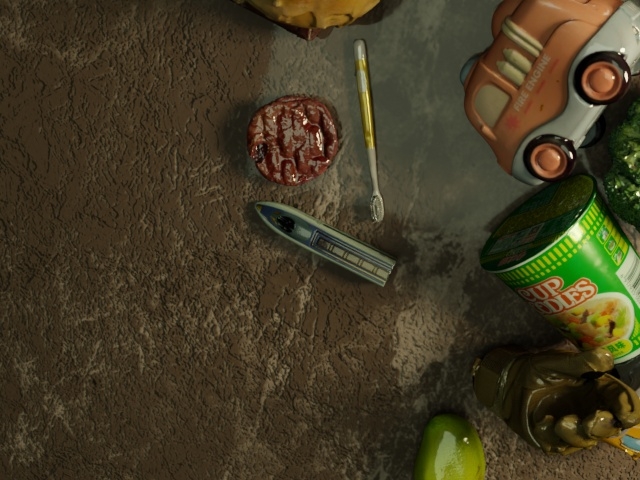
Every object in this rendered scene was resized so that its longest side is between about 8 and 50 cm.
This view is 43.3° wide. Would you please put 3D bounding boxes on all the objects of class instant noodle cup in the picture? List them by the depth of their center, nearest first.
[{"bbox_3d":[0.386,0.052,1.174,0.207,0.207,0.232,-40,101,20],"label":"instant noodle cup"}]

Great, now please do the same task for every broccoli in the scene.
[{"bbox_3d":[0.515,-0.111,1.061,0.270,0.270,0.270,3,73,-9],"label":"broccoli"}]

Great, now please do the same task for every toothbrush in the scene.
[{"bbox_3d":[0.074,-0.168,1.259,0.021,0.024,0.288,-3,105,16],"label":"toothbrush"}]

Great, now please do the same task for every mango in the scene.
[{"bbox_3d":[0.219,0.373,1.347,0.117,0.089,0.163,15,108,8],"label":"mango"}]

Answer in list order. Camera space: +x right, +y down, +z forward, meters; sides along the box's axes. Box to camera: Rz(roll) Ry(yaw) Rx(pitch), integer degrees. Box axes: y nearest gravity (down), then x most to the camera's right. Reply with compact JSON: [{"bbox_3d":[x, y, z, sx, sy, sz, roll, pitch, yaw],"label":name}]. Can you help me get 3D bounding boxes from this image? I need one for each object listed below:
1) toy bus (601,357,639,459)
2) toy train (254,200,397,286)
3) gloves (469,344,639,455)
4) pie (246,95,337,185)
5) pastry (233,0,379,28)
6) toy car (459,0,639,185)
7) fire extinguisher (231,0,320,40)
[{"bbox_3d":[0.497,0.232,1.228,0.136,0.126,0.209,35,110,-8],"label":"toy bus"},{"bbox_3d":[0.000,0.000,1.313,0.252,0.048,0.055,26,107,5],"label":"toy train"},{"bbox_3d":[0.346,0.232,1.163,0.141,0.331,0.154,45,78,-17],"label":"gloves"},{"bbox_3d":[-0.045,-0.159,1.284,0.153,0.038,0.153,3,106,9],"label":"pie"},{"bbox_3d":[0.000,-0.442,1.067,0.284,0.184,0.315,32,82,5],"label":"pastry"},{"bbox_3d":[0.306,-0.223,1.098,0.212,0.180,0.270,36,128,14],"label":"toy car"},{"bbox_3d":[-0.111,-0.402,1.203,0.269,0.105,0.105,28,110,4],"label":"fire extinguisher"}]
